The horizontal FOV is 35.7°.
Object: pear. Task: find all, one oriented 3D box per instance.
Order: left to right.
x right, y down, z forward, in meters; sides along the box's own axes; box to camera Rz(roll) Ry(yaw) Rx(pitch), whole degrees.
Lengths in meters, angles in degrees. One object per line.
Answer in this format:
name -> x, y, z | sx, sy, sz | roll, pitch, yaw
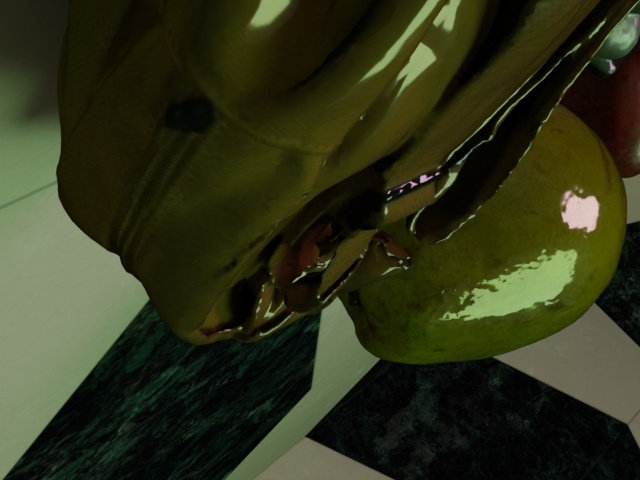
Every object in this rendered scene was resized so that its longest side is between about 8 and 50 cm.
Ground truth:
pear -> 0.146, -0.010, 0.948 | 0.307, 0.253, 0.253 | -30, 163, -20

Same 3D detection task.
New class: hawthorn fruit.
hawthorn fruit -> 0.436, -0.215, 1.440 | 0.208, 0.208, 0.248 | -33, 140, -40

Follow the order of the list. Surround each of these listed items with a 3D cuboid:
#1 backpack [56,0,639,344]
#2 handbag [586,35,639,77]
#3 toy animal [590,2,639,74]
backpack -> 0.022, -0.118, 0.445 | 0.378, 0.201, 0.353 | -52, 166, 23
handbag -> 0.405, -0.340, 1.121 | 0.257, 0.113, 0.285 | -42, 169, -39
toy animal -> 0.319, -0.285, 0.949 | 0.127, 0.125, 0.251 | 6, 138, -32
